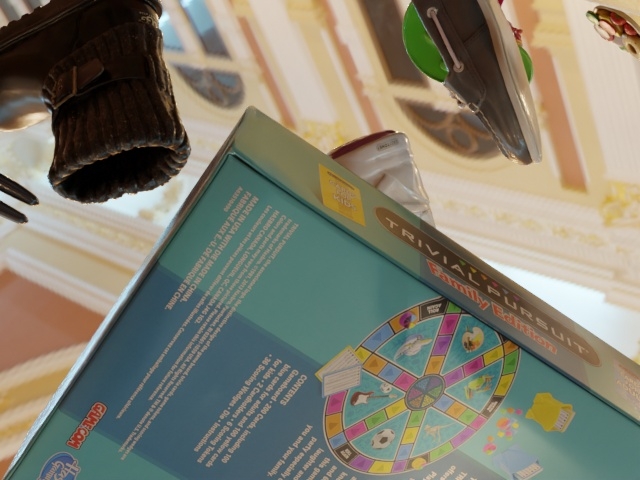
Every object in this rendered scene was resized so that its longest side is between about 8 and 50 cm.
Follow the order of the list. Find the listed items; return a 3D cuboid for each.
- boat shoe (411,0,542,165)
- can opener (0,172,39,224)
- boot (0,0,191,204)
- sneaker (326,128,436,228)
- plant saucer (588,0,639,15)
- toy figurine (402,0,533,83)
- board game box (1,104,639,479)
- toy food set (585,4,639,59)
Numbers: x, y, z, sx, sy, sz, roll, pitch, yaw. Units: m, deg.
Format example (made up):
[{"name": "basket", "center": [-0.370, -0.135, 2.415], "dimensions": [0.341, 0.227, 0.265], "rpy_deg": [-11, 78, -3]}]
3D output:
[{"name": "boat shoe", "center": [0.142, -0.228, 1.098], "dimensions": [0.095, 0.335, 0.112], "rpy_deg": [-18, -167, 22]}, {"name": "can opener", "center": [-0.402, -0.074, 1.162], "dimensions": [0.059, 0.186, 0.073], "rpy_deg": [-50, -149, 1]}, {"name": "boot", "center": [-0.313, -0.151, 1.276], "dimensions": [0.348, 0.131, 0.260], "rpy_deg": [-26, -116, 34]}, {"name": "sneaker", "center": [0.000, 0.000, 1.019], "dimensions": [0.305, 0.152, 0.114], "rpy_deg": [-28, -176, -31]}, {"name": "plant saucer", "center": [0.390, -0.297, 1.083], "dimensions": [0.332, 0.081, 0.333], "rpy_deg": [-11, -156, -17]}, {"name": "toy figurine", "center": [0.205, -0.267, 1.296], "dimensions": [0.130, 0.173, 0.159], "rpy_deg": [-56, 177, 36]}, {"name": "board game box", "center": [0.027, 0.123, 0.601], "dimensions": [0.254, 0.336, 0.079], "rpy_deg": [-52, -169, 23]}, {"name": "toy food set", "center": [0.365, -0.258, 1.276], "dimensions": [0.020, 0.083, 0.082], "rpy_deg": [-49, -144, 0]}]
